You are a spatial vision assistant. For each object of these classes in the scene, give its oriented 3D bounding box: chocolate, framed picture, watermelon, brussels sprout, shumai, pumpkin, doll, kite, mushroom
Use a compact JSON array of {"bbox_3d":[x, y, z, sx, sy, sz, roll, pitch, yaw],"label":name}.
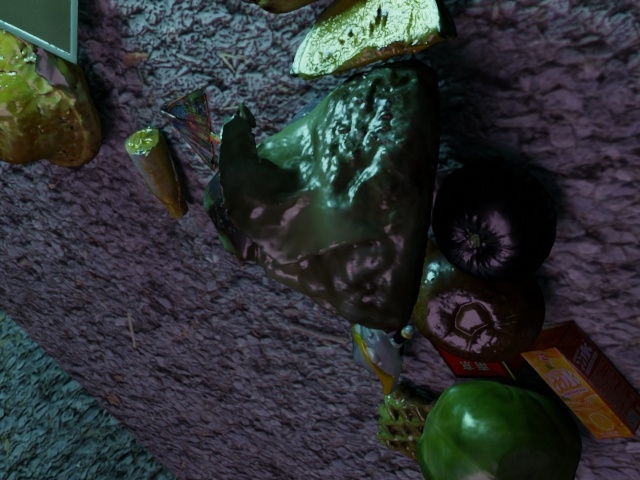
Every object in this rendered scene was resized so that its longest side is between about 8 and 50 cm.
[{"bbox_3d":[-0.325,-0.132,2.292,0.085,0.086,0.219,19,148,32],"label":"chocolate"},{"bbox_3d":[-0.525,-0.484,2.018,0.232,0.019,0.296,27,135,14],"label":"framed picture"},{"bbox_3d":[0.078,-0.292,1.561,0.301,0.129,0.123,-10,127,47],"label":"watermelon"},{"bbox_3d":[0.321,0.397,2.078,0.289,0.282,0.354,11,-178,-22],"label":"brussels sprout"},{"bbox_3d":[-0.001,-0.068,1.634,0.348,0.395,0.395,3,141,8],"label":"shumai"},{"bbox_3d":[0.265,-0.030,1.705,0.202,0.140,0.202,24,133,28],"label":"pumpkin"},{"bbox_3d":[0.125,0.188,2.198,0.145,0.103,0.316,37,145,12],"label":"doll"},{"bbox_3d":[-0.239,-0.219,2.132,0.183,0.014,0.241,29,148,15],"label":"kite"},{"bbox_3d":[0.256,0.105,1.839,0.231,0.138,0.194,14,123,6],"label":"mushroom"}]

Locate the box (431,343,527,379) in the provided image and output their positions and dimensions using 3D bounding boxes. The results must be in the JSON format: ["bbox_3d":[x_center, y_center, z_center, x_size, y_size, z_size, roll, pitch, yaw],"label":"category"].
[{"bbox_3d":[0.254,0.148,2.026,0.153,0.074,0.240,-10,125,47],"label":"box"}]

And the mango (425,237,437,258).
[{"bbox_3d":[0.167,0.029,1.966,0.114,0.057,0.079,-3,104,57],"label":"mango"}]

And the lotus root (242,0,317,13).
[{"bbox_3d":[-0.027,-0.379,1.607,0.190,0.095,0.108,3,156,35],"label":"lotus root"}]

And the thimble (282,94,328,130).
[{"bbox_3d":[0.018,-0.158,1.843,0.150,0.098,0.150,27,147,19],"label":"thimble"}]

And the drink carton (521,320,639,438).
[{"bbox_3d":[0.457,0.243,1.930,0.223,0.071,0.096,47,150,-12],"label":"drink carton"}]

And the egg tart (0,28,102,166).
[{"bbox_3d":[-0.646,-0.302,2.305,0.443,0.178,0.443,30,150,20],"label":"egg tart"}]

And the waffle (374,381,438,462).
[{"bbox_3d":[0.250,0.436,2.421,0.297,0.073,0.317,30,149,14],"label":"waffle"}]
